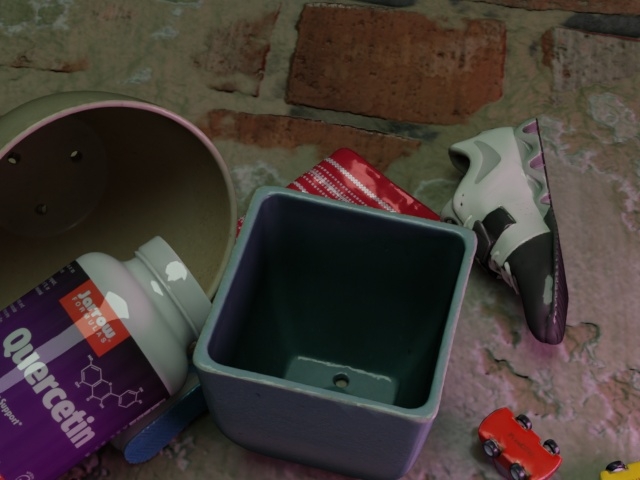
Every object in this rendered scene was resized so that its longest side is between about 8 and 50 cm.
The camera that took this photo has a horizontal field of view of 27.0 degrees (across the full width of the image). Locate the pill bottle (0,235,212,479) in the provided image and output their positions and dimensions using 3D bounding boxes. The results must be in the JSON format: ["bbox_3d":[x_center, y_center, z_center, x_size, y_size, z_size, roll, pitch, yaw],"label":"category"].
[{"bbox_3d":[-0.270,0.136,1.413,0.323,0.181,0.181,-36,61,-11],"label":"pill bottle"}]

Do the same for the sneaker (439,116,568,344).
[{"bbox_3d":[0.228,-0.003,1.671,0.146,0.122,0.330,-10,50,7],"label":"sneaker"}]

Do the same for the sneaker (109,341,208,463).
[{"bbox_3d":[-0.161,0.154,1.541,0.229,0.087,0.092,-35,59,-28],"label":"sneaker"}]

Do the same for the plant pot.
[{"bbox_3d":[0.016,0.130,1.461,0.248,0.252,0.247,13,54,7],"label":"plant pot"}]

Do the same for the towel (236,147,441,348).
[{"bbox_3d":[0.000,0.000,1.701,0.275,0.031,0.199,-36,61,-26],"label":"towel"}]

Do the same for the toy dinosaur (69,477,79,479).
[{"bbox_3d":[-0.373,0.328,1.401,0.118,0.064,0.268,0,23,26],"label":"toy dinosaur"}]

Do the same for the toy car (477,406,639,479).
[{"bbox_3d":[0.271,0.311,1.457,0.239,0.053,0.225,14,53,9],"label":"toy car"}]

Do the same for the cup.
[{"bbox_3d":[-0.296,-0.043,1.574,0.331,0.331,0.237,-23,33,-19],"label":"cup"}]
